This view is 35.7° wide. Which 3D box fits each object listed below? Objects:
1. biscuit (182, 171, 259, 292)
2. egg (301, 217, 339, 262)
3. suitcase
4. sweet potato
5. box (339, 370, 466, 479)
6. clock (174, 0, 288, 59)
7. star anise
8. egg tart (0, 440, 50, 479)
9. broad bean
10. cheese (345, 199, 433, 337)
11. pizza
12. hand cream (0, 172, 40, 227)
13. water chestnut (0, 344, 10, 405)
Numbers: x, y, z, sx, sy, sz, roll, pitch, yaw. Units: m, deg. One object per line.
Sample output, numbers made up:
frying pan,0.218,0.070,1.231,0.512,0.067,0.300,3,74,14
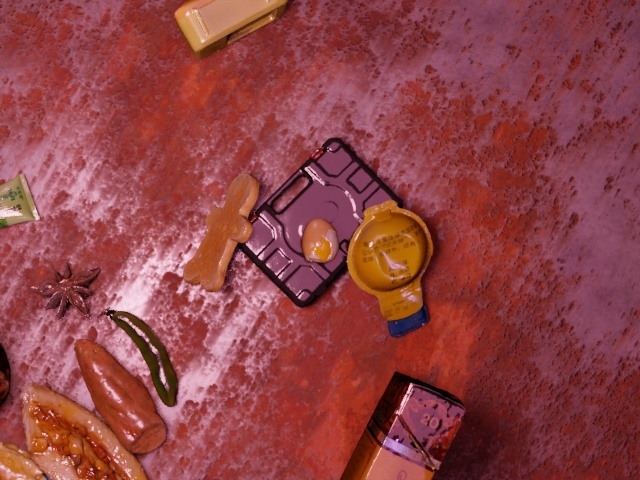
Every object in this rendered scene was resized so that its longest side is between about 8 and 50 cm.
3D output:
biscuit,-0.175,-0.016,1.856,0.030,0.153,0.234,26,86,-37
egg,0.000,0.000,1.829,0.071,0.071,0.083,-1,86,-3
suitcase,-0.004,-0.035,1.900,0.206,0.066,0.285,45,85,0
sweet potato,-0.375,0.285,1.847,0.097,0.097,0.252,-34,90,-4
box,0.104,0.441,1.776,0.115,0.264,0.415,28,85,1
clock,-0.169,-0.432,1.878,0.202,0.143,0.096,-30,96,-5
star anise,-0.486,0.094,1.874,0.129,0.056,0.124,2,61,1
egg tart,-0.611,0.538,1.784,0.387,0.169,0.388,0,86,1
broad bean,-0.330,0.212,1.881,0.069,0.039,0.227,-38,88,-11
cheese,0.139,0.055,1.867,0.177,0.069,0.270,-22,112,-15
pizza,-0.416,0.404,1.797,0.074,0.182,0.365,-39,91,20
hand cream,-0.630,-0.054,1.879,0.175,0.046,0.095,-20,85,-6
water chestnut,-0.667,0.252,1.765,0.223,0.224,0.238,-11,56,-4
